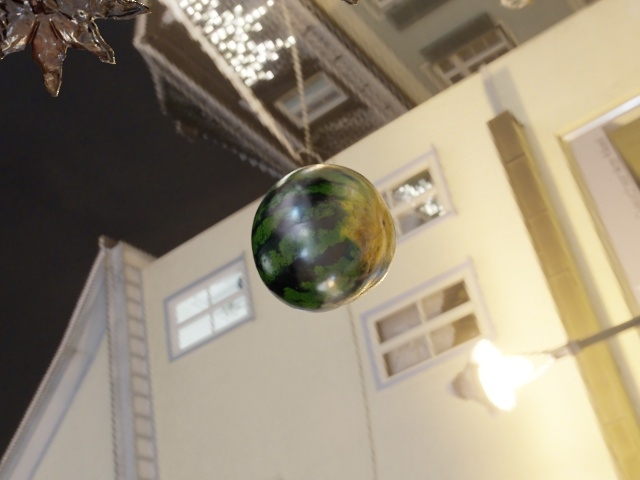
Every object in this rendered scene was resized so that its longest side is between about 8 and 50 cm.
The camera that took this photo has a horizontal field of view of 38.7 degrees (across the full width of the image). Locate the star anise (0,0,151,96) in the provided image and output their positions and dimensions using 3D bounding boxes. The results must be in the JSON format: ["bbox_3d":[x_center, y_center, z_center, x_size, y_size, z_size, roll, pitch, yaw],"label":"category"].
[{"bbox_3d":[-0.346,-0.305,1.169,0.272,0.272,0.102,43,-172,-34],"label":"star anise"}]

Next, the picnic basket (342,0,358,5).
[{"bbox_3d":[-0.009,-0.565,1.404,0.293,0.337,0.337,16,-134,-27],"label":"picnic basket"}]

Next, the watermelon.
[{"bbox_3d":[0.003,-0.003,1.584,0.269,0.269,0.269,44,-151,-33],"label":"watermelon"}]
